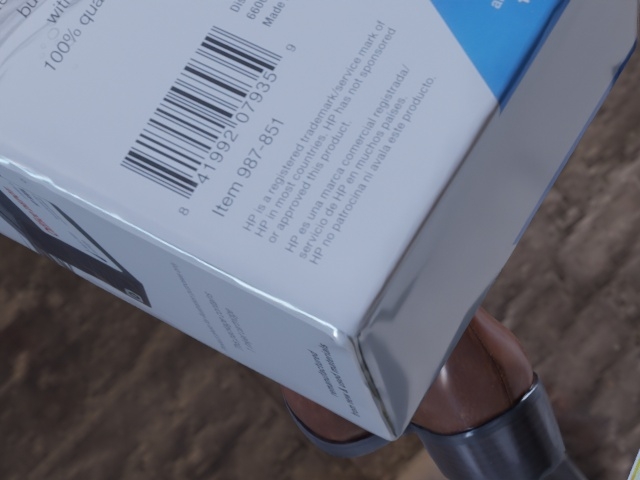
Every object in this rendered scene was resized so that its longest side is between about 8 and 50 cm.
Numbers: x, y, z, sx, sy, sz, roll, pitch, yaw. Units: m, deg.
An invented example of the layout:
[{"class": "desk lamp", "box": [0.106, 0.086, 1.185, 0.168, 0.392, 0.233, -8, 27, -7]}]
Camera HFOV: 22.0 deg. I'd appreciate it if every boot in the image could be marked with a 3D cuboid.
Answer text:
[{"class": "boot", "box": [0.000, 0.000, 0.938, 0.096, 0.280, 0.264, -32, 19, -14]}]

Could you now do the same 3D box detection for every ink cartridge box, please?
[{"class": "ink cartridge box", "box": [-0.050, -0.091, 0.698, 0.223, 0.307, 0.129, -57, -21, -16]}]

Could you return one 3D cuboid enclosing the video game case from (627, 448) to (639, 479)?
[{"class": "video game case", "box": [0.366, 0.198, 1.508, 0.206, 0.026, 0.227, -20, 36, 56]}]
